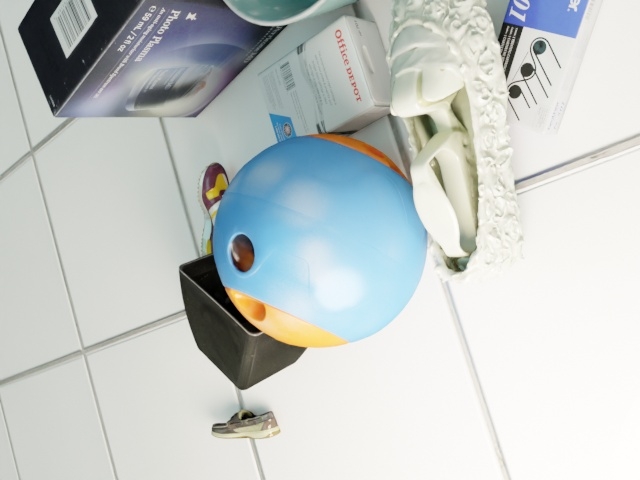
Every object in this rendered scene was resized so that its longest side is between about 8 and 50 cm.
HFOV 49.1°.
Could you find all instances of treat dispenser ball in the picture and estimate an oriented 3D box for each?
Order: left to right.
[{"bbox_3d":[0.000,0.000,0.948,0.288,0.288,0.288,7,101,40],"label":"treat dispenser ball"}]

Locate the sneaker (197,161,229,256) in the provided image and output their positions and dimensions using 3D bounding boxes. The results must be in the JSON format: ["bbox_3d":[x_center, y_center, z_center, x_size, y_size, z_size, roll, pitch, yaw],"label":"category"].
[{"bbox_3d":[-0.163,-0.044,1.233,0.083,0.069,0.186,8,107,31],"label":"sneaker"}]

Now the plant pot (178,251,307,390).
[{"bbox_3d":[-0.107,0.126,1.139,0.188,0.187,0.167,36,131,31],"label":"plant pot"}]

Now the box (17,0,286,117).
[{"bbox_3d":[-0.259,-0.343,1.115,0.296,0.294,0.183,-34,77,38],"label":"box"}]

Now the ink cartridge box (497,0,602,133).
[{"bbox_3d":[0.267,-0.241,0.844,0.097,0.046,0.207,27,113,34],"label":"ink cartridge box"}]

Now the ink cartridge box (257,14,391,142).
[{"bbox_3d":[0.010,-0.223,1.042,0.190,0.082,0.140,-22,82,39],"label":"ink cartridge box"}]

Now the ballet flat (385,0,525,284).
[{"bbox_3d":[0.154,-0.132,0.848,0.147,0.147,0.409,-8,103,41],"label":"ballet flat"}]

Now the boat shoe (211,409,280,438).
[{"bbox_3d":[-0.137,0.331,1.270,0.152,0.056,0.049,-11,84,31],"label":"boat shoe"}]

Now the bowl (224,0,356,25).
[{"bbox_3d":[-0.004,-0.447,0.970,0.311,0.163,0.312,7,101,39],"label":"bowl"}]
